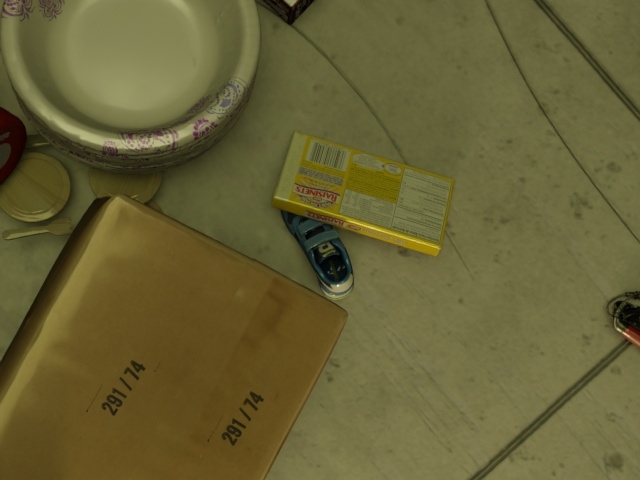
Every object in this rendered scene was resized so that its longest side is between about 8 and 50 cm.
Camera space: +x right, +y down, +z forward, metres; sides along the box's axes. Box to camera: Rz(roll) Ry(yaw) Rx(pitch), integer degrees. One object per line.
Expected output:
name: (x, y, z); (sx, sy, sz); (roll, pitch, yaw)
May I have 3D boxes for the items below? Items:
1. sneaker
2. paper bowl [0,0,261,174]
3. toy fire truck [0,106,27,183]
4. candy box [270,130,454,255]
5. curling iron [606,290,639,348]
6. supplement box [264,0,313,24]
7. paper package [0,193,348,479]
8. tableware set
sneaker: (0.000, 0.000, 1.367); (0.053, 0.059, 0.144); (-29, 85, -5)
paper bowl: (-0.213, -0.214, 1.318); (0.284, 0.148, 0.284); (2, 76, -7)
toy fire truck: (-0.476, -0.086, 1.222); (0.169, 0.254, 0.302); (33, 92, 13)
candy box: (0.053, -0.056, 1.373); (0.206, 0.027, 0.105); (17, 58, -2)
curling iron: (0.464, 0.153, 1.396); (0.274, 0.035, 0.068); (39, 83, 1)
supplement box: (-0.002, -0.396, 1.400); (0.130, 0.073, 0.239); (42, 84, 0)
paper package: (-0.181, 0.151, 1.260); (0.309, 0.168, 0.324); (28, 83, -15)
tableware set: (-0.285, -0.065, 1.365); (0.194, 0.039, 0.128); (-8, 73, -11)
